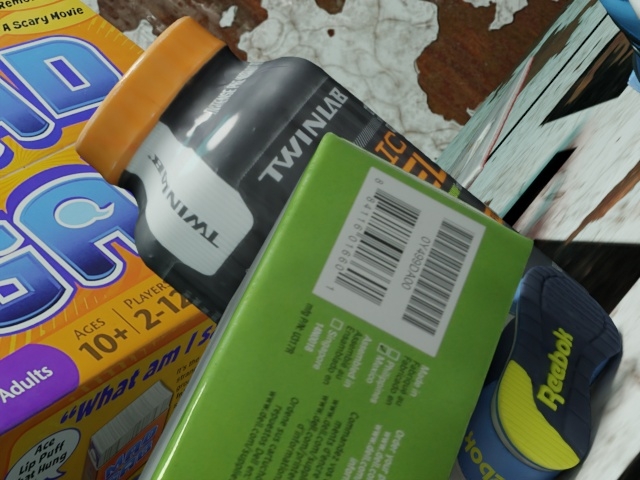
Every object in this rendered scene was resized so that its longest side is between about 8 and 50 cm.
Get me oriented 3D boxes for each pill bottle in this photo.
[{"bbox_3d":[0.000,0.000,0.850,0.130,0.245,0.130,-51,2,2],"label":"pill bottle"}]

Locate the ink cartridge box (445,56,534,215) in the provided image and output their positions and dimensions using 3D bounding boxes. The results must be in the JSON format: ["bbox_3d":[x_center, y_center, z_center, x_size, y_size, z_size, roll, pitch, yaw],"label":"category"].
[{"bbox_3d":[0.086,0.012,1.323,0.261,0.066,0.296,-50,2,25],"label":"ink cartridge box"}]

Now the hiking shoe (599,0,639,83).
[{"bbox_3d":[0.175,-0.118,0.760,0.113,0.132,0.304,-50,2,1],"label":"hiking shoe"}]

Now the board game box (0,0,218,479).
[{"bbox_3d":[-0.255,0.073,1.368,0.356,0.356,0.356,-31,-28,-41],"label":"board game box"}]

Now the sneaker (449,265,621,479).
[{"bbox_3d":[0.083,0.059,0.717,0.059,0.053,0.144,-52,0,32],"label":"sneaker"}]

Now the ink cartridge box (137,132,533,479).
[{"bbox_3d":[-0.028,0.108,0.726,0.189,0.097,0.255,-64,3,-39],"label":"ink cartridge box"}]

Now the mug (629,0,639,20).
[{"bbox_3d":[0.173,-0.211,0.449,0.328,0.276,0.374,-86,16,-44],"label":"mug"}]

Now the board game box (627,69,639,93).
[{"bbox_3d":[0.275,-0.193,1.074,0.211,0.039,0.160,-54,-1,32],"label":"board game box"}]
